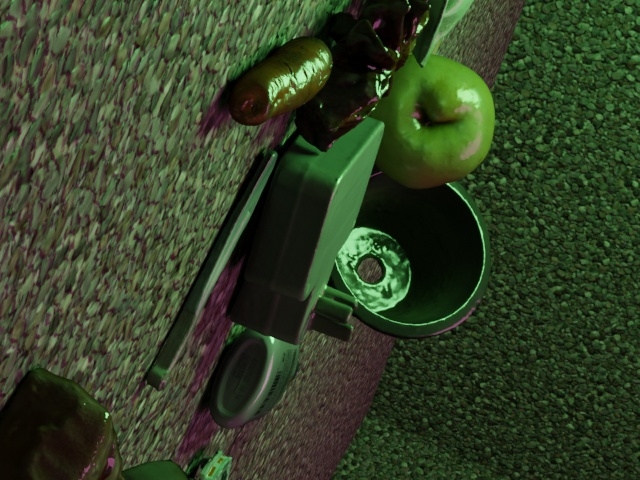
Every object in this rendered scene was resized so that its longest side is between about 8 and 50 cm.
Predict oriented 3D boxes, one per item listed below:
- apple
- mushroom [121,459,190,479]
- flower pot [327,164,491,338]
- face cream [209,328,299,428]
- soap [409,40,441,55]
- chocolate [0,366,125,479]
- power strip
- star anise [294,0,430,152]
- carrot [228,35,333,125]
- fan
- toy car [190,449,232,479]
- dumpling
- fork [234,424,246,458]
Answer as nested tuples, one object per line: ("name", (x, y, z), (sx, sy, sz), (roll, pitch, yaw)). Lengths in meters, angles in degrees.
("apple", (0.143, -0.159, 2.131), (0.200, 0.200, 0.200), (24, 90, -82))
("mushroom", (-0.197, 0.304, 1.552), (0.117, 0.141, 0.188), (5, 111, -45))
("flower pot", (0.101, 0.029, 2.309), (0.269, 0.269, 0.166), (-62, -170, -25))
("face cream", (-0.075, 0.172, 2.069), (0.144, 0.071, 0.291), (-65, 171, 3))
("soap", (0.127, -0.224, 2.334), (0.252, 0.037, 0.092), (-69, 170, 24))
("chocolate", (-0.222, 0.214, 1.199), (0.214, 0.093, 0.148), (-61, 172, -29))
("power strip", (0.000, 0.000, 1.823), (0.229, 0.141, 0.261), (-55, 165, -62))
("star anise", (0.042, -0.198, 1.702), (0.214, 0.099, 0.220), (-52, 179, 7))
("carrot", (-0.037, -0.145, 1.458), (0.186, 0.060, 0.060), (-47, 160, -60))
("fan", (-0.109, 0.030, 1.626), (0.282, 0.023, 0.057), (-63, 180, -14))
("toy car", (-0.171, 0.377, 2.115), (0.095, 0.056, 0.205), (-45, 157, -72))
("dumpling", (0.148, -0.308, 1.835), (0.153, 0.108, 0.219), (32, -59, 55))
("fork", (-0.111, 0.273, 2.360), (0.016, 0.012, 0.115), (80, 30, -82))
